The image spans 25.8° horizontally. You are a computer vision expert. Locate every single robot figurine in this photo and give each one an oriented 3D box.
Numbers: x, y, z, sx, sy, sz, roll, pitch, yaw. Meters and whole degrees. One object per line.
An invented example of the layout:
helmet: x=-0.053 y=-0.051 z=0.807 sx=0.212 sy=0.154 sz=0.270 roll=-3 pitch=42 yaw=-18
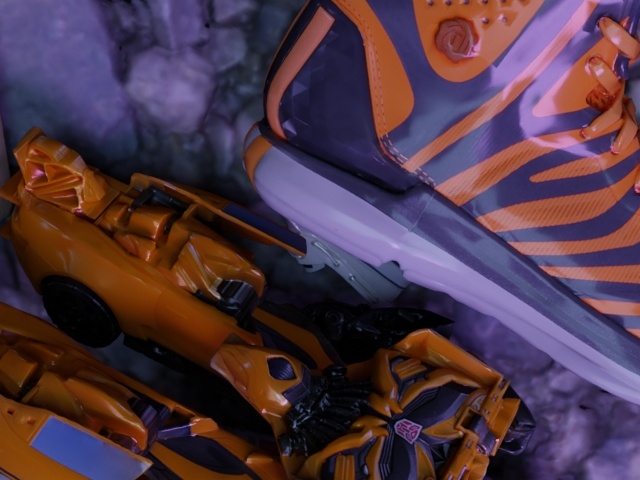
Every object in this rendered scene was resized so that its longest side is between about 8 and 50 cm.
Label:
robot figurine: x=-0.044 y=0.068 z=0.620 sx=0.291 sy=0.211 sz=0.085 roll=25 pitch=139 yaw=12

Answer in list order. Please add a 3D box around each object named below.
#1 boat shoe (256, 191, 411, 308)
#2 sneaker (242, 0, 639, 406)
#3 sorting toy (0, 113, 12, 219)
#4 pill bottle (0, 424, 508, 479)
boat shoe: x=0.000 y=0.000 z=0.697 sx=0.100 sy=0.035 sz=0.035 roll=37 pitch=105 yaw=-17
sneaker: x=0.137 y=-0.040 z=0.627 sx=0.321 sy=0.124 sz=0.180 roll=24 pitch=110 yaw=-6
sorting toy: x=-0.259 y=-0.099 z=0.573 sx=0.089 sy=0.255 sz=0.257 roll=4 pitch=110 yaw=28
pill bottle: x=-0.024 y=0.177 z=0.694 sx=0.279 sy=0.162 sz=0.162 roll=12 pitch=110 yaw=-1
